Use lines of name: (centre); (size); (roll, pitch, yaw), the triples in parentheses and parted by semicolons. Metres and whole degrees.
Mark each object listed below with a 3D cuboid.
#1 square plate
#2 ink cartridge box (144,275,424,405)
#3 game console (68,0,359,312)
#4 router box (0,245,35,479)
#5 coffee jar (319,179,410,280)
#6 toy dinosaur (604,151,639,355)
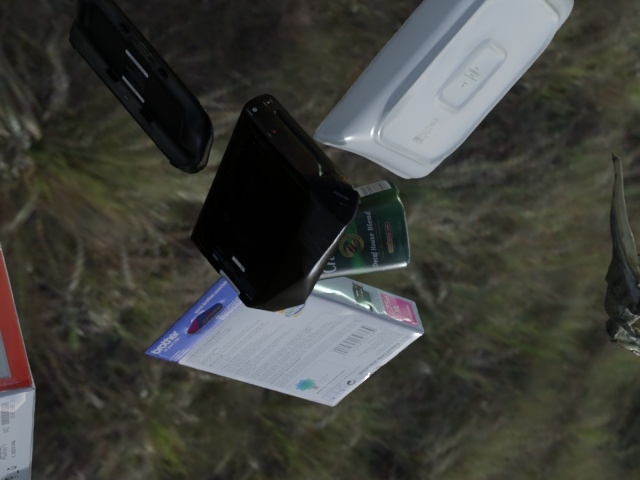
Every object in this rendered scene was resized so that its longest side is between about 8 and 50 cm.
square plate: (0.177, -0.220, 1.781); (0.344, 0.049, 0.347); (-49, 158, 11)
ink cartridge box: (-0.045, 0.106, 1.735); (0.311, 0.065, 0.186); (18, 132, -39)
game console: (-0.115, -0.103, 1.313); (0.044, 0.361, 0.213); (-32, 163, -34)
router box: (-0.268, 0.028, 0.954); (0.082, 0.301, 0.335); (-11, 157, -17)
coffee jar: (0.000, 0.000, 1.518); (0.184, 0.079, 0.096); (-13, 115, -6)
toy dinosaur: (0.359, 0.042, 1.556); (0.064, 0.118, 0.268); (-26, 126, -27)
